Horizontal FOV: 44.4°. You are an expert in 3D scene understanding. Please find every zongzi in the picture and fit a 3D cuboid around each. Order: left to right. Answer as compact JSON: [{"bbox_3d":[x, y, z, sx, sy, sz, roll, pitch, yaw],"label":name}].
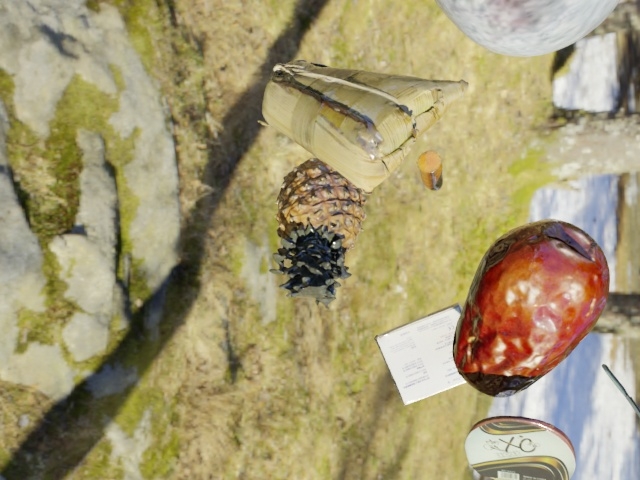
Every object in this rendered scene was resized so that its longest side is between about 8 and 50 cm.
[{"bbox_3d":[0.051,-0.166,0.910,0.197,0.195,0.099,-43,155,-28],"label":"zongzi"}]

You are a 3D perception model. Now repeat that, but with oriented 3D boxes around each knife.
[{"bbox_3d":[0.725,0.367,1.855,0.028,0.015,0.210,46,13,-37],"label":"knife"}]

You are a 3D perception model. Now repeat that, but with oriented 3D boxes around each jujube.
[{"bbox_3d":[0.337,0.116,1.293,0.223,0.223,0.317,-38,157,-52],"label":"jujube"}]

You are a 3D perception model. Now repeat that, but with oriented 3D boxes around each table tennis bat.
[{"bbox_3d":[0.327,0.378,1.289,0.022,0.174,0.301,-68,155,-43],"label":"table tennis bat"}]

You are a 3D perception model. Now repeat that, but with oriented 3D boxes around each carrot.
[{"bbox_3d":[0.217,-0.128,1.535,0.139,0.048,0.048,58,39,-69],"label":"carrot"}]

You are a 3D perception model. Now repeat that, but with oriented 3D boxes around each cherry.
[{"bbox_3d":[0.199,-0.308,0.758,0.255,0.218,0.296,70,31,-41],"label":"cherry"}]

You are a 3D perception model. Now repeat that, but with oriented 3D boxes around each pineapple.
[{"bbox_3d":[0.000,0.000,1.232,0.278,0.158,0.157,-87,153,-46],"label":"pineapple"}]

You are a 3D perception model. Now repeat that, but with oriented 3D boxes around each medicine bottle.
[{"bbox_3d":[0.241,0.248,1.700,0.171,0.201,0.052,65,10,-2],"label":"medicine bottle"}]
